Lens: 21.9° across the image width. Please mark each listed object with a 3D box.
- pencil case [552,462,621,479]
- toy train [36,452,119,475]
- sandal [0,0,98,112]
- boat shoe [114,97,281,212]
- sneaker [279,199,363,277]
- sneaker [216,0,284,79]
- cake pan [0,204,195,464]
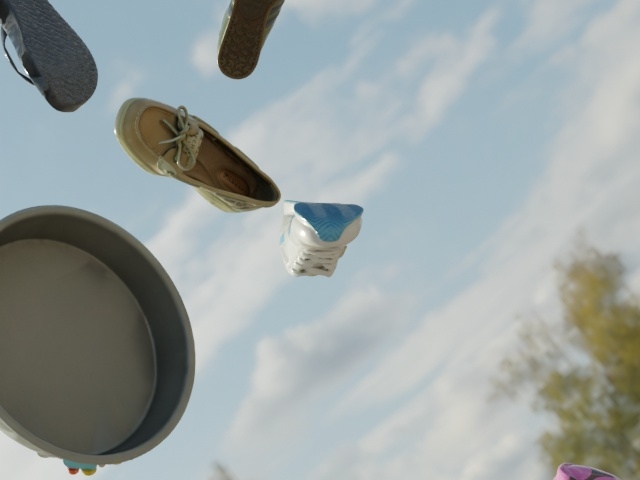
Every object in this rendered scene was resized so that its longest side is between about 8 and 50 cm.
[{"bbox_3d":[0.268,0.342,1.724,0.098,0.095,0.209,13,-84,-47],"label":"pencil case"},{"bbox_3d":[-0.355,0.304,2.560,0.166,0.125,0.046,-28,35,33],"label":"toy train"},{"bbox_3d":[-0.345,-0.244,1.975,0.097,0.254,0.054,-3,-39,-46],"label":"sandal"},{"bbox_3d":[-0.173,-0.124,2.381,0.285,0.089,0.104,29,-107,-42],"label":"boat shoe"},{"bbox_3d":[0.000,0.000,1.989,0.087,0.092,0.228,3,2,-7],"label":"sneaker"},{"bbox_3d":[-0.072,-0.283,1.902,0.086,0.064,0.192,-109,42,-72],"label":"sneaker"},{"bbox_3d":[-0.268,0.106,1.778,0.293,0.293,0.054,-22,-7,-45],"label":"cake pan"}]
